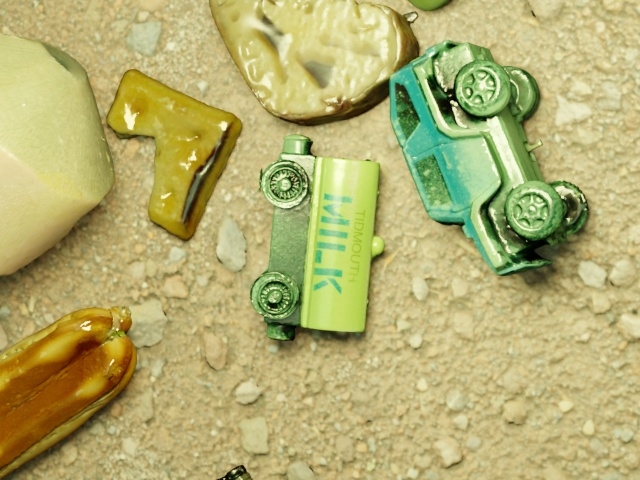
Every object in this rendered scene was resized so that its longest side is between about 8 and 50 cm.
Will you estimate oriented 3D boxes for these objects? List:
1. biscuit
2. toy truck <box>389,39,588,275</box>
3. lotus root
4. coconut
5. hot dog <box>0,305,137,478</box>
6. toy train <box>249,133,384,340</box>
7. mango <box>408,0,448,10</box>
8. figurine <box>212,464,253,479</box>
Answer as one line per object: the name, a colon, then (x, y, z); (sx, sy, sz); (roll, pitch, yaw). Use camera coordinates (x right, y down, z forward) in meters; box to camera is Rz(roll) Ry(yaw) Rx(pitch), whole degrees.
biscuit: (-0.206, -0.116, 1.786); (0.183, 0.039, 0.174); (30, 99, 14)
toy truck: (0.194, -0.094, 1.622); (0.156, 0.155, 0.279); (-24, 84, 23)
lotus root: (-0.011, -0.227, 1.718); (0.261, 0.074, 0.170); (1, 92, 16)
coconut: (-0.409, -0.115, 1.715); (0.309, 0.297, 0.297); (-39, 80, 14)
hot dog: (-0.364, 0.196, 1.792); (0.337, 0.100, 0.135); (-36, 89, 13)
toy train: (0.000, 0.000, 1.701); (0.157, 0.105, 0.253); (5, 92, 2)
mango: (0.162, -0.365, 1.668); (0.130, 0.092, 0.194); (30, 106, 12)
figurine: (-0.069, 0.369, 1.709); (0.114, 0.108, 0.196); (-27, 75, -10)
